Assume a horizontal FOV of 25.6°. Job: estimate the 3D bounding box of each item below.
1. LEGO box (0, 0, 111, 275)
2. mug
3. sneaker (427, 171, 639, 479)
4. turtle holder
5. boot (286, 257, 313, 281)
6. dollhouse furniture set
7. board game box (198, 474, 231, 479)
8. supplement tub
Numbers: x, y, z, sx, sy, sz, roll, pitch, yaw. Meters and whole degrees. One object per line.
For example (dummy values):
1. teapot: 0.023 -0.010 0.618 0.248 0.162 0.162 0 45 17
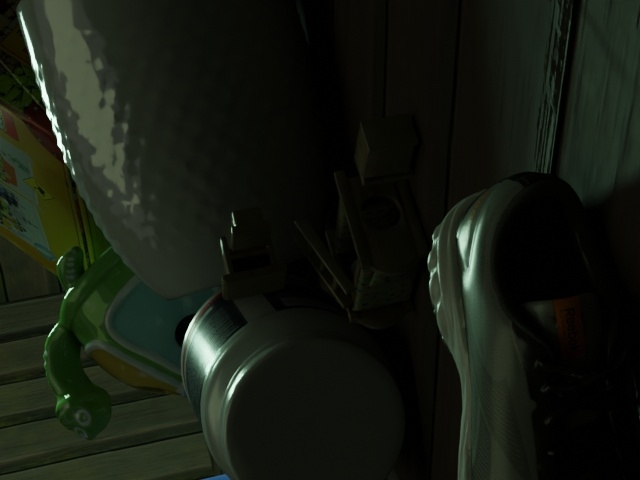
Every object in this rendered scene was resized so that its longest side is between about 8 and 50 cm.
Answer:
1. LEGO box: -0.398 -0.176 1.875 0.372 0.193 0.500 34 157 10
2. mug: -0.143 -0.114 1.482 0.374 0.276 0.328 163 89 -73
3. sneaker: 0.124 0.091 0.751 0.108 0.100 0.271 126 133 -69
4. turtle holder: -0.223 0.100 1.855 0.227 0.320 0.243 49 153 14
5. boot: -0.041 0.048 1.654 0.236 0.085 0.178 -105 7 -59
6. dollhouse furniture set: 0.000 0.000 1.149 0.182 0.161 0.101 97 160 -62
7. board game box: -0.141 0.418 1.832 0.233 0.347 0.078 -113 16 -53
8. supplement tub: -0.031 0.146 1.386 0.272 0.191 0.191 -140 40 -75
